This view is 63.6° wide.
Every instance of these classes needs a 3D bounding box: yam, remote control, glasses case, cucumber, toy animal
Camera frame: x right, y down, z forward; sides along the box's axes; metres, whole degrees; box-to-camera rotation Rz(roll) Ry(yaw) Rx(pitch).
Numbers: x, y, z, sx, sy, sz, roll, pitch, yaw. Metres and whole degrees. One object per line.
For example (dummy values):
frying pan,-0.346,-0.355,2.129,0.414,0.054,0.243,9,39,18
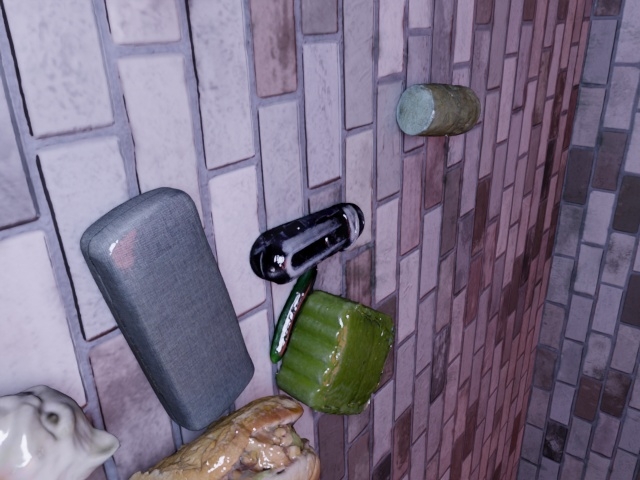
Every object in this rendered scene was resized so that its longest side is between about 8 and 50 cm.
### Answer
yam,0.228,-0.255,1.012,0.194,0.107,0.107,-16,115,-48
remote control,0.000,0.000,0.844,0.266,0.066,0.090,-25,126,-45
glasses case,-0.176,0.096,0.645,0.131,0.074,0.323,-40,132,-35
cucumber,-0.046,0.115,0.859,0.036,0.033,0.184,31,76,-34
toy animal,-0.248,0.280,0.457,0.188,0.307,0.266,-12,117,-65

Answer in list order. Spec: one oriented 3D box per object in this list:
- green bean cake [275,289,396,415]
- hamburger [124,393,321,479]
green bean cake,0.034,0.205,0.930,0.214,0.113,0.200,25,82,-54
hamburger,-0.122,0.308,0.680,0.243,0.286,0.146,-20,80,-14
